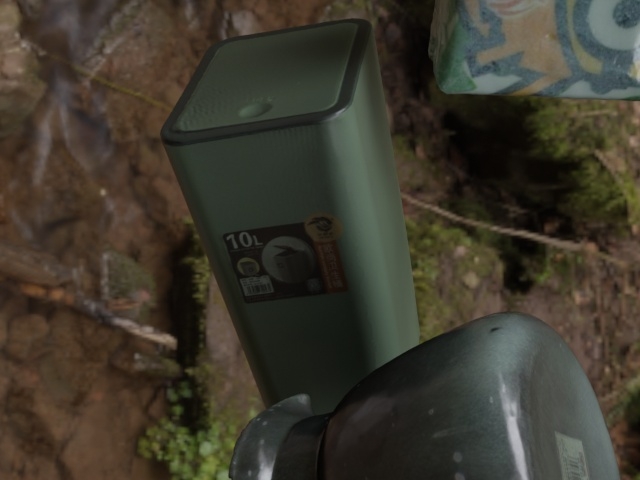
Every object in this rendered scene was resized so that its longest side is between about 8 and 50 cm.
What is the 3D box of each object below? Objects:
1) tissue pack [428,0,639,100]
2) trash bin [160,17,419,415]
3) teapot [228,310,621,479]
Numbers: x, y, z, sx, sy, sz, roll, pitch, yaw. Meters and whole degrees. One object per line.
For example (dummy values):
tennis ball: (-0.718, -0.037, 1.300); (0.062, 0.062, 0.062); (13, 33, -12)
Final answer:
tissue pack: (0.251, -0.232, 0.866); (0.128, 0.310, 0.228); (-87, 180, -66)
trash bin: (0.000, 0.000, 0.990); (0.223, 0.158, 0.343); (-76, 154, -58)
teapot: (0.073, 0.227, 0.808); (0.223, 0.285, 0.305); (-28, 99, -62)
